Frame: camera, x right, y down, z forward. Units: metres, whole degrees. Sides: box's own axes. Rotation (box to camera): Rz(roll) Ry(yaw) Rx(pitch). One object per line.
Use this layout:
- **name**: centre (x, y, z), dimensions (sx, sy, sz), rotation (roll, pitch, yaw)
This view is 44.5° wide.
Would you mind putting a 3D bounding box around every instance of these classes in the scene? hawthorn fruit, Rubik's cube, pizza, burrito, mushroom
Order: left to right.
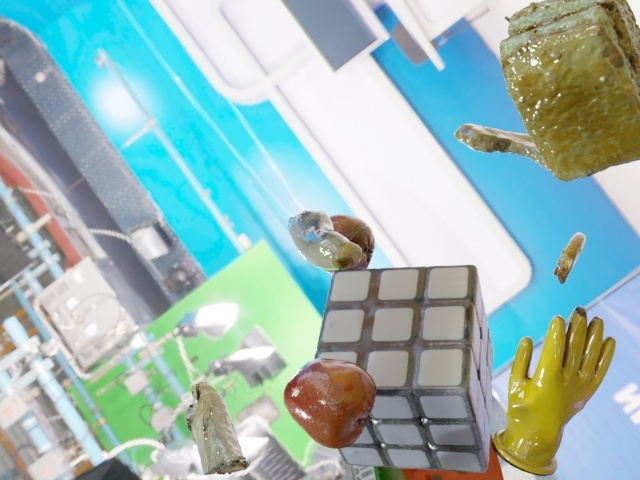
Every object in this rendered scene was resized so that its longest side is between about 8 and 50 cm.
- **burrito**: centre (-0.271, 0.512, 2.023), dimensions (0.348, 0.107, 0.175), rotation (-133, 39, -52)
- **mushroom**: centre (-0.002, 0.001, 1.765), dimensions (0.351, 0.109, 0.097), rotation (-134, 33, -68)
- **hawthorn fruit**: centre (0.015, 0.240, 1.201), dimensions (0.138, 0.133, 0.133), rotation (21, 179, 12)
- **hawthorn fruit**: centre (0.055, 0.013, 2.037), dimensions (0.173, 0.173, 0.173), rotation (53, -174, -8)
- **Rubik's cube**: centre (0.174, 0.255, 1.549), dimensions (0.305, 0.303, 0.301), rotation (66, -152, -44)
- **pizza**: centre (0.592, 0.040, 1.866), dimensions (0.041, 0.131, 0.178), rotation (26, -146, 18)

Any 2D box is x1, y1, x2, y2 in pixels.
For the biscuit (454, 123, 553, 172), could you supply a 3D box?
- **biscuit**: centre (0.330, -0.152, 1.307), dimensions (0.183, 0.039, 0.174), rotation (8, -159, -12)

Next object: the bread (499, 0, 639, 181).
- **bread**: centre (0.294, -0.172, 0.872), dimensions (0.196, 0.138, 0.102), rotation (56, -140, -26)

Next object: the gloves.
- **gloves**: centre (0.401, 0.247, 1.335), dimensions (0.133, 0.294, 0.116), rotation (8, -159, -28)

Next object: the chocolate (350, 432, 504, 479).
- **chocolate**: centre (0.245, 0.500, 1.854), dimensions (0.161, 0.341, 0.360), rotation (114, 147, -62)
